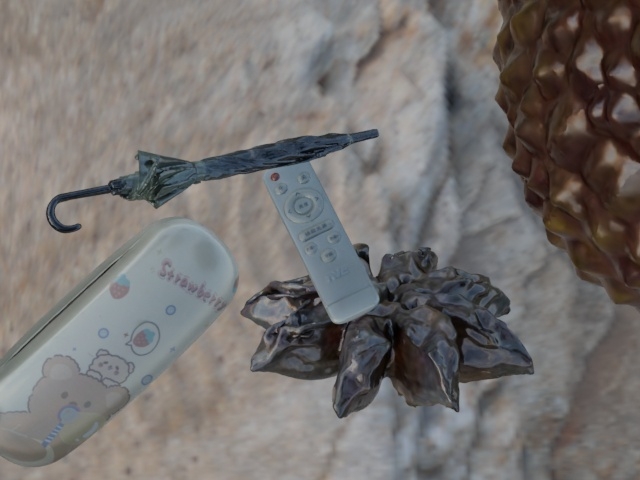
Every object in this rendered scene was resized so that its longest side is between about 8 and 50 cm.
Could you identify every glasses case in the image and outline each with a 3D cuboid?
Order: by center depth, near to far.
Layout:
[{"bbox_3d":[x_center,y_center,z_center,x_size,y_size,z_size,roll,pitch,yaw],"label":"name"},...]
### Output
[{"bbox_3d":[-0.142,0.067,1.184,0.204,0.051,0.081,-44,118,1],"label":"glasses case"}]

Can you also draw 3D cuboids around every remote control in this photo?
[{"bbox_3d":[0.000,0.000,1.682,0.050,0.027,0.184,-25,59,-3],"label":"remote control"}]

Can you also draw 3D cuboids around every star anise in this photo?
[{"bbox_3d":[0.073,0.091,1.953,0.331,0.332,0.118,-8,120,-12],"label":"star anise"}]

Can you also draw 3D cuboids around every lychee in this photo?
[{"bbox_3d":[0.174,-0.075,0.666,0.236,0.271,0.236,-3,67,7],"label":"lychee"}]

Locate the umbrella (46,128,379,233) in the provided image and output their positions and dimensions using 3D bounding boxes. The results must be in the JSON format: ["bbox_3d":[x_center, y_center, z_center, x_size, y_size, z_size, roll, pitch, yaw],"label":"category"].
[{"bbox_3d":[-0.075,-0.059,1.297,0.269,0.044,0.044,-18,85,-26],"label":"umbrella"}]
